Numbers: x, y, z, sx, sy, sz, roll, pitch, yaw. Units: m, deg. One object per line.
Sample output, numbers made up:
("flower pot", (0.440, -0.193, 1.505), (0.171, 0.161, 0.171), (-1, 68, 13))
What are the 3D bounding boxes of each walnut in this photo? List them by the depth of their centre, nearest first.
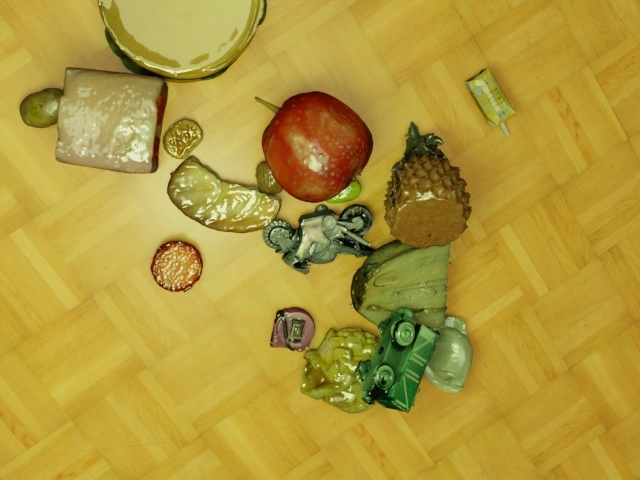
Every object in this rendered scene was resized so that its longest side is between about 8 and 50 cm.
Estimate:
("walnut", (-0.133, -0.169, 1.851), (0.079, 0.082, 0.096), (1, 103, 19))

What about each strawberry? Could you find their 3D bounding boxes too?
("strawberry", (-0.380, 0.065, 1.846), (0.145, 0.086, 0.145), (-2, 101, -8))

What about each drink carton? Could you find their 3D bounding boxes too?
("drink carton", (0.477, -0.369, 1.915), (0.084, 0.074, 0.200), (-36, 101, -1))

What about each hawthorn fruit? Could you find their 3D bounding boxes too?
("hawthorn fruit", (-0.035, -0.256, 1.753), (0.330, 0.287, 0.287), (40, 91, -3))

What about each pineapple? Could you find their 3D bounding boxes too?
("pineapple", (0.268, -0.160, 1.829), (0.223, 0.357, 0.223), (0, 136, 0))

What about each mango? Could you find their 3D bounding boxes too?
("mango", (0.058, -0.136, 1.895), (0.108, 0.056, 0.073), (-26, 93, -5))

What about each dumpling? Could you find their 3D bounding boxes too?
("dumpling", (0.368, 0.326, 2.008), (0.108, 0.152, 0.219), (13, 80, -53))

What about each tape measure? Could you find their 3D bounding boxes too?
("tape measure", (-0.075, 0.248, 1.929), (0.118, 0.074, 0.125), (6, 100, -11))

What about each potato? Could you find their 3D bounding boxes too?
("potato", (-0.683, -0.330, 1.741), (0.138, 0.070, 0.091), (-21, 101, -5))

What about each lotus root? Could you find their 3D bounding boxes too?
("lotus root", (0.203, 0.120, 1.897), (0.260, 0.149, 0.267), (-10, 118, -15))

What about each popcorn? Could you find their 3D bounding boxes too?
("popcorn", (0.070, 0.362, 1.909), (0.259, 0.212, 0.259), (-1, 95, -15))

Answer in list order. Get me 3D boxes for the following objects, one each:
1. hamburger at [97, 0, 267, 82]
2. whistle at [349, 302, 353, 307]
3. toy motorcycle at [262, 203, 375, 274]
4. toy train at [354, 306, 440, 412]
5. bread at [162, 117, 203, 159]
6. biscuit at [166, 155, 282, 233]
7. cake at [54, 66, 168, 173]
("hamburger", (-0.342, -0.562, 1.649), (0.395, 0.277, 0.396), (-2, 100, -11))
("whistle", (0.126, 0.160, 1.967), (0.100, 0.035, 0.035), (-32, 103, -2))
("toy motorcycle", (0.000, 0.000, 1.890), (0.307, 0.108, 0.173), (-10, 110, -8))
("toy train", (0.197, 0.308, 1.793), (0.154, 0.115, 0.269), (35, 67, -25))
("bread", (-0.360, -0.266, 1.817), (0.083, 0.044, 0.111), (44, 89, -9))
("biscuit", (-0.260, -0.102, 1.829), (0.299, 0.045, 0.154), (26, 95, 2))
("cake", (-0.489, -0.278, 1.665), (0.230, 0.309, 0.237), (5, 96, -12))
